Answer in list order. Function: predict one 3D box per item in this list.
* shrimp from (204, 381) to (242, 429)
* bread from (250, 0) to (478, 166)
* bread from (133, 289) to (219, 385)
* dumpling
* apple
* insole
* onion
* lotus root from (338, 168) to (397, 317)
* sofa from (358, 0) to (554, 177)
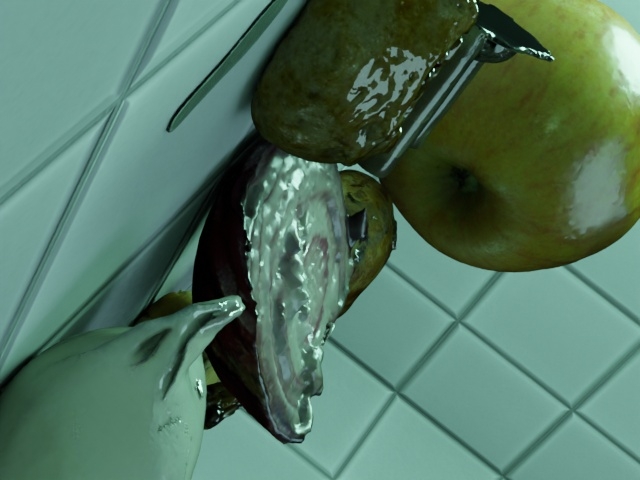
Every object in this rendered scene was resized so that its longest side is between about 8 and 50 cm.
[{"bbox_3d":[-0.198,0.204,1.602,0.267,0.061,0.145,-26,170,7],"label":"shrimp"},{"bbox_3d":[0.044,-0.159,1.314,0.230,0.123,0.230,-51,174,-7],"label":"bread"},{"bbox_3d":[-0.165,0.135,1.727,0.140,0.106,0.236,-49,176,-25],"label":"bread"},{"bbox_3d":[-0.201,0.186,1.278,0.260,0.181,0.341,169,-62,-81],"label":"dumpling"},{"bbox_3d":[0.257,-0.141,2.024,0.400,0.400,0.333,-56,-172,50],"label":"apple"},{"bbox_3d":[-0.063,-0.134,1.116,0.152,0.002,0.053,-51,177,-22],"label":"insole"},{"bbox_3d":[-0.064,0.017,1.550,0.314,0.146,0.280,-62,146,-49],"label":"onion"},{"bbox_3d":[0.002,-0.009,1.895,0.193,0.193,0.291,-53,177,20],"label":"lotus root"},{"bbox_3d":[0.103,-0.162,1.552,0.200,0.182,0.258,-52,177,16],"label":"sofa"}]
